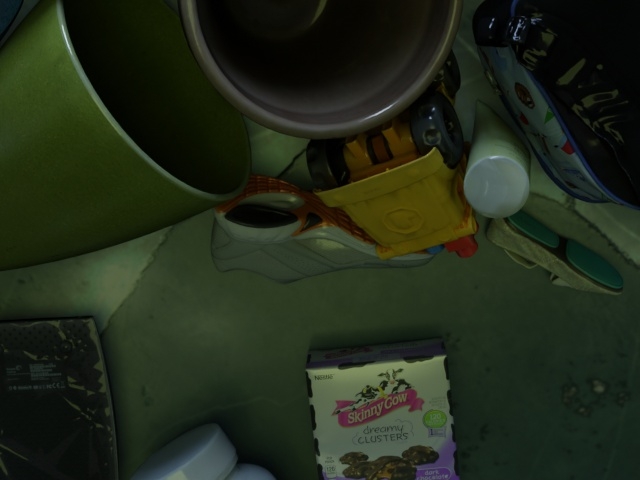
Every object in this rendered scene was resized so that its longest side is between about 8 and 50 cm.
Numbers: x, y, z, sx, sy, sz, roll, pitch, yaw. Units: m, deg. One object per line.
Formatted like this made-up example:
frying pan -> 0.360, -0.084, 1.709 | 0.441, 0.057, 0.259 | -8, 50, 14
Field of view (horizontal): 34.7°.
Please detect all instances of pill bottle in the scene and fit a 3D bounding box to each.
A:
pill bottle -> -0.092, 0.371, 1.192 | 0.169, 0.169, 0.301 | -29, 99, 8

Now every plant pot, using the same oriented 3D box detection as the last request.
plant pot -> -0.023, -0.245, 1.010 | 0.263, 0.229, 0.263 | -4, 106, -15
plant pot -> -0.271, -0.091, 1.073 | 0.293, 0.275, 0.275 | -31, 99, 22

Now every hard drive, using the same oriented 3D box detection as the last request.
hard drive -> -0.327, 0.212, 1.227 | 0.172, 0.054, 0.255 | -4, 102, 4

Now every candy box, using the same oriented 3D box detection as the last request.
candy box -> 0.074, 0.222, 1.201 | 0.164, 0.070, 0.196 | -6, 102, 4

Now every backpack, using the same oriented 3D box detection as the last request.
backpack -> 0.300, -0.165, 1.024 | 0.276, 0.213, 0.263 | -30, 97, -5

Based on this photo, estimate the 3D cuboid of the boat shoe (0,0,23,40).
boat shoe -> -0.379, -0.172, 1.006 | 0.258, 0.089, 0.109 | -41, 116, -1

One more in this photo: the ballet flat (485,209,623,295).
ballet flat -> 0.264, 0.019, 1.167 | 0.168, 0.057, 0.052 | 33, 129, -1

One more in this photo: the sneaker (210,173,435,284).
sneaker -> 0.000, 0.000, 1.159 | 0.262, 0.099, 0.121 | 9, 138, -13

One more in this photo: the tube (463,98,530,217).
tube -> 0.184, -0.088, 1.046 | 0.062, 0.240, 0.070 | 2, 109, 11

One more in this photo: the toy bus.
toy bus -> 0.104, -0.085, 1.092 | 0.149, 0.220, 0.211 | -19, 132, 27
